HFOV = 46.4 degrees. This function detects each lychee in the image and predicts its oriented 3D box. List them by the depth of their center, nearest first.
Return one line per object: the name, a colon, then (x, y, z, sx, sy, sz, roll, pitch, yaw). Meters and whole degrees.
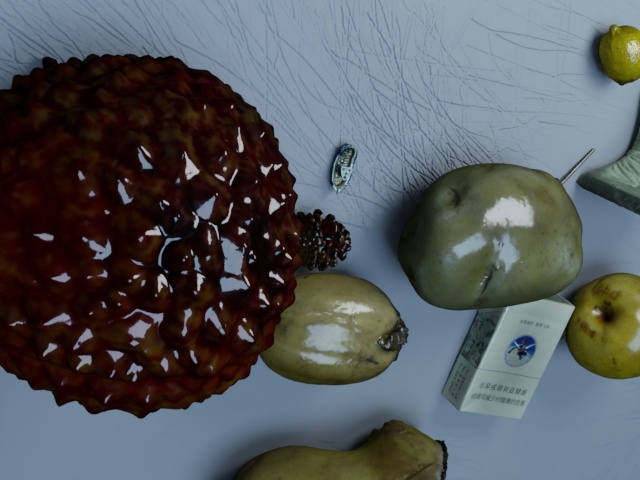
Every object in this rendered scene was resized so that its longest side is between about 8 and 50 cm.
lychee: (-0.237, -0.032, 0.894, 0.425, 0.500, 0.424, -24, 153, -13)

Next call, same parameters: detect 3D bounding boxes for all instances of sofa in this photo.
sofa: (0.606, -0.161, 1.315, 0.176, 0.210, 0.225, 0, 114, -22)

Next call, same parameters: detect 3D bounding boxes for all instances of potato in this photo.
potato: (0.284, -0.007, 1.228, 0.326, 0.221, 0.243, -9, 104, -19)
potato: (0.008, 0.436, 1.297, 0.296, 0.290, 0.397, 37, 73, -4)

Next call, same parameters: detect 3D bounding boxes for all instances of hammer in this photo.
hammer: (0.468, -0.130, 1.377, 0.110, 0.019, 0.035, -46, 122, -6)

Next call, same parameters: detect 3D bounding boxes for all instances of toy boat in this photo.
toy boat: (0.037, -0.113, 1.182, 0.038, 0.038, 0.083, 8, 107, -26)

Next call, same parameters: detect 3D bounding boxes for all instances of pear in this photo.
pear: (0.582, 0.170, 1.448, 0.209, 0.209, 0.208, -9, 114, -20)

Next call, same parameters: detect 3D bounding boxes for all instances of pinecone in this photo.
pinecone: (-0.003, 0.002, 1.187, 0.102, 0.102, 0.109, -54, 148, 5)

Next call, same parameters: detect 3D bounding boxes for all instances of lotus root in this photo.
lotus root: (-0.016, 0.139, 1.190, 0.310, 0.183, 0.182, 8, 108, -24)

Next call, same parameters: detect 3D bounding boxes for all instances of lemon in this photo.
lemon: (0.520, -0.322, 1.278, 0.082, 0.082, 0.110, -32, 119, -9)

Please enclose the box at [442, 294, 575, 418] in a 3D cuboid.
box: (0.361, 0.212, 1.441, 0.164, 0.069, 0.256, 13, 106, -28)
